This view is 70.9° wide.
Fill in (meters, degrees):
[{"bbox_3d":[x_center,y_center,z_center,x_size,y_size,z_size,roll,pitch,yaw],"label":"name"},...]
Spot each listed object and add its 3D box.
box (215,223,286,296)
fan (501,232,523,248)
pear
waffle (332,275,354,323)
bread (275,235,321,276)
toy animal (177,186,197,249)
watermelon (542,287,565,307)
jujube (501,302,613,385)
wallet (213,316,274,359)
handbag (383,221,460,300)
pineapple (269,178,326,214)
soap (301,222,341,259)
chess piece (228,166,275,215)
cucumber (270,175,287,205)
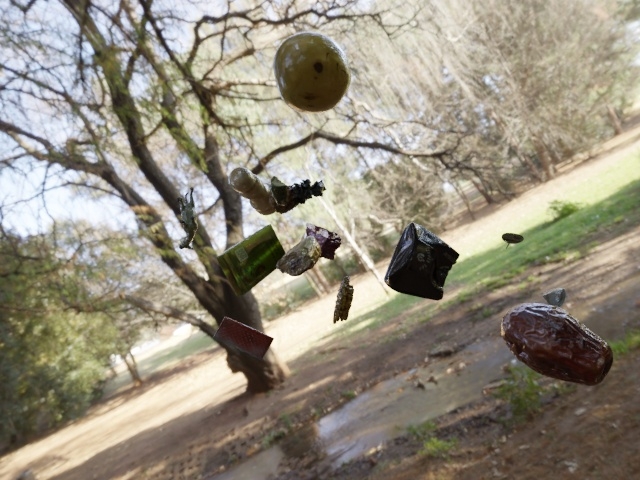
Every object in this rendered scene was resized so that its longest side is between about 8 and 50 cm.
[{"bbox_3d":[-0.258,0.070,1.762,0.043,0.172,0.311,-20,12,37],"label":"box"},{"bbox_3d":[0.573,0.000,1.336,0.060,0.080,0.003,-5,52,34],"label":"fan"},{"bbox_3d":[-0.040,-0.711,1.920,0.349,0.348,0.348,-28,-5,-3],"label":"pear"},{"bbox_3d":[0.107,0.261,1.981,0.193,0.070,0.197,-76,0,-60],"label":"waffle"},{"bbox_3d":[-0.056,0.051,1.315,0.125,0.082,0.106,-34,4,41],"label":"bread"},{"bbox_3d":[-0.518,-0.081,1.759,0.074,0.216,0.176,-1,-22,-15],"label":"toy animal"},{"bbox_3d":[0.765,0.183,1.483,0.061,0.085,0.085,9,-18,-16],"label":"watermelon"},{"bbox_3d":[0.666,0.289,1.286,0.197,0.197,0.290,-25,35,-31],"label":"jujube"},{"bbox_3d":[-0.274,0.349,1.605,0.103,0.197,0.020,-60,11,20],"label":"wallet"},{"bbox_3d":[0.483,0.115,2.113,0.152,0.288,0.342,114,-179,-78],"label":"handbag"},{"bbox_3d":[-0.099,-0.204,1.975,0.248,0.128,0.128,-18,-1,22],"label":"pineapple"},{"bbox_3d":[0.000,0.000,1.829,0.099,0.162,0.250,-63,4,6],"label":"soap"},{"bbox_3d":[-0.327,-0.246,2.173,0.167,0.167,0.300,-30,-30,14],"label":"chess piece"},{"bbox_3d":[-0.136,-0.149,1.436,0.035,0.067,0.107,-35,-32,-24],"label":"cucumber"}]
